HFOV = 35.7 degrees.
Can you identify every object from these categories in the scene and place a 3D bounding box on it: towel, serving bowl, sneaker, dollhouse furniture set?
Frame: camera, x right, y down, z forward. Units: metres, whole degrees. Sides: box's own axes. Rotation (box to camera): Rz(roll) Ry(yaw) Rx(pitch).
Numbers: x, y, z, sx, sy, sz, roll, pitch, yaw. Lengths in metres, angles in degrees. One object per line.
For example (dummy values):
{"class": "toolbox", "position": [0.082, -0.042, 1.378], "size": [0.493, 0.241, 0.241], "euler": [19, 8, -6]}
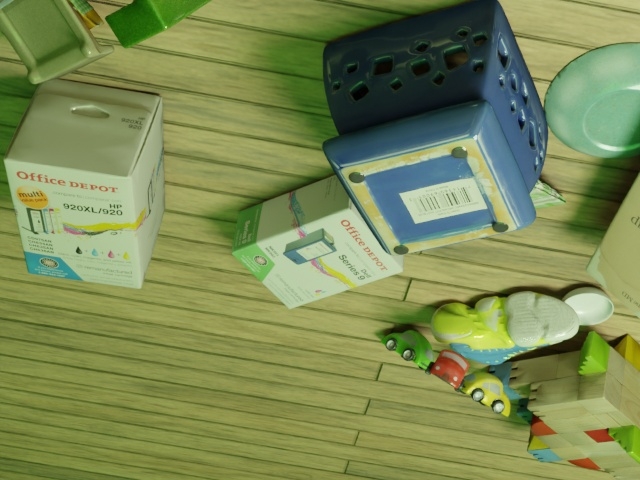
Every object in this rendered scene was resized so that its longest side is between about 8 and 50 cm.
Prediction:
{"class": "towel", "position": [0.262, -0.061, 1.363], "size": [0.113, 0.023, 0.152], "euler": [-10, 169, 28]}
{"class": "serving bowl", "position": [0.419, 0.099, 1.571], "size": [0.083, 0.027, 0.083], "euler": [5, 139, 4]}
{"class": "sneaker", "position": [0.305, 0.146, 1.608], "size": [0.240, 0.091, 0.126], "euler": [0, 150, 28]}
{"class": "dollhouse furniture set", "position": [-0.267, -0.324, 1.164], "size": [0.301, 0.151, 0.197], "euler": [-10, 118, 45]}

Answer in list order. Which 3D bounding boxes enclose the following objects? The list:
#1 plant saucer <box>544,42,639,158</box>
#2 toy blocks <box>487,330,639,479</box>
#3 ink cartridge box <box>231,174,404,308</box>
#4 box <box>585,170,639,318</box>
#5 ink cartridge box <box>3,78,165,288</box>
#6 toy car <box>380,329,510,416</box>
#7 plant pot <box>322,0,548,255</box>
{"class": "plant saucer", "position": [0.384, -0.163, 1.265], "size": [0.195, 0.037, 0.195], "euler": [4, 140, 3]}
{"class": "toy blocks", "position": [0.457, 0.311, 1.726], "size": [0.261, 0.191, 0.381], "euler": [-18, 134, 43]}
{"class": "ink cartridge box", "position": [0.000, 0.000, 1.476], "size": [0.212, 0.093, 0.154], "euler": [-20, 132, 27]}
{"class": "box", "position": [0.481, -0.037, 1.289], "size": [0.148, 0.121, 0.311], "euler": [44, 146, 26]}
{"class": "ink cartridge box", "position": [-0.317, -0.077, 1.378], "size": [0.171, 0.168, 0.232], "euler": [8, 139, 1]}
{"class": "toy car", "position": [0.194, 0.199, 1.640], "size": [0.225, 0.053, 0.239], "euler": [28, 176, 41]}
{"class": "plant pot", "position": [0.141, -0.122, 1.219], "size": [0.236, 0.212, 0.236], "euler": [-12, 135, 22]}
